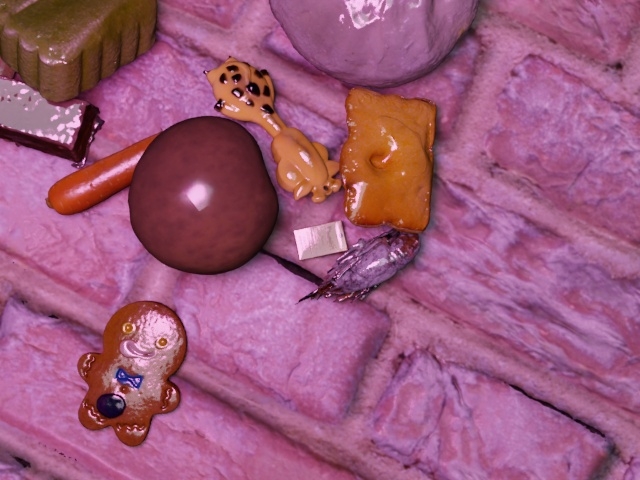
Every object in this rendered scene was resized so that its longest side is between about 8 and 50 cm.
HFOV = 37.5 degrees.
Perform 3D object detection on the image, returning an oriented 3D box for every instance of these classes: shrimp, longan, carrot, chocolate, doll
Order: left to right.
[{"bbox_3d":[-0.511,-0.218,1.500,0.321,0.112,0.111,18,83,-10],"label":"chocolate"},{"bbox_3d":[-0.346,-0.106,1.544,0.225,0.067,0.067,-29,88,-3],"label":"carrot"},{"bbox_3d":[-0.178,-0.070,1.470,0.248,0.248,0.248,0,88,0],"label":"longan"},{"bbox_3d":[-0.075,-0.182,1.540,0.117,0.086,0.291,-39,86,-20],"label":"doll"},{"bbox_3d":[0.058,0.047,1.538,0.233,0.079,0.090,-28,124,3],"label":"shrimp"}]

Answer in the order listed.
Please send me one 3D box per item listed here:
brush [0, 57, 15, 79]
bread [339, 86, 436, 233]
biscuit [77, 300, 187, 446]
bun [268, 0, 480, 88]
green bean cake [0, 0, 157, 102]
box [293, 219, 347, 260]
[{"bbox_3d":[-0.556,-0.200,1.566,0.043,0.036,0.247,19,81,-4],"label":"brush"},{"bbox_3d":[0.104,-0.124,1.524,0.161,0.088,0.233,7,73,-10],"label":"bread"},{"bbox_3d":[-0.307,0.212,1.548,0.180,0.039,0.236,20,86,2],"label":"biscuit"},{"bbox_3d":[0.085,-0.426,1.488,0.362,0.211,0.361,0,80,1],"label":"bun"},{"bbox_3d":[-0.394,-0.356,1.481,0.222,0.125,0.248,43,59,12],"label":"green bean cake"},{"bbox_3d":[0.000,0.000,1.563,0.083,0.024,0.053,-11,88,-2],"label":"box"}]
